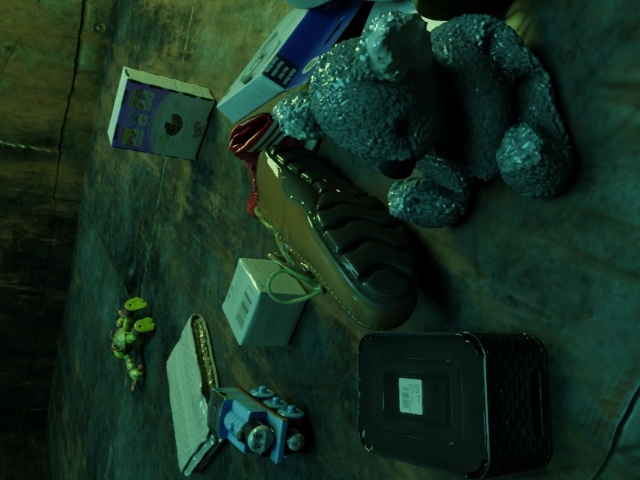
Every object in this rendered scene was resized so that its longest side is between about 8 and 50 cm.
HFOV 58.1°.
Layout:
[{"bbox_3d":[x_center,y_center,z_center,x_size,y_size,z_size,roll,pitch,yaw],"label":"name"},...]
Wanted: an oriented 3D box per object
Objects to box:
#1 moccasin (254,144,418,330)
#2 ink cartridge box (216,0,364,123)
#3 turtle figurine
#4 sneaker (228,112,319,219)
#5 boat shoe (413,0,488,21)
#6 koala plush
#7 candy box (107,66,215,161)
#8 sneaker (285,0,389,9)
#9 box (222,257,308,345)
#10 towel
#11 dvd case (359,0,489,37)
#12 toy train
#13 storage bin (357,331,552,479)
[{"bbox_3d":[-0.003,0.000,0.739,0.380,0.139,0.147,43,127,49],"label":"moccasin"},{"bbox_3d":[-0.039,-0.286,0.835,0.224,0.045,0.223,-8,47,56],"label":"ink cartridge box"},{"bbox_3d":[-0.531,0.256,1.582,0.217,0.087,0.269,-57,41,36],"label":"turtle figurine"},{"bbox_3d":[-0.104,-0.124,0.928,0.221,0.128,0.087,-57,40,35],"label":"sneaker"},{"bbox_3d":[0.191,-0.316,0.491,0.302,0.109,0.098,-29,65,47],"label":"boat shoe"},{"bbox_3d":[0.080,-0.126,0.533,0.196,0.221,0.203,-21,72,54],"label":"koala plush"},{"bbox_3d":[-0.358,-0.279,1.297,0.165,0.196,0.070,-64,37,28],"label":"candy box"},{"bbox_3d":[0.046,-0.355,0.712,0.258,0.094,0.091,17,67,45],"label":"sneaker"},{"bbox_3d":[-0.089,0.096,0.903,0.102,0.087,0.101,53,128,49],"label":"box"},{"bbox_3d":[-0.263,0.317,1.181,0.187,0.049,0.282,-55,41,36],"label":"towel"},{"bbox_3d":[0.135,-0.304,0.672,0.179,0.030,0.238,57,132,45],"label":"dvd case"},{"bbox_3d":[-0.098,0.275,0.870,0.184,0.105,0.080,9,92,58],"label":"toy train"},{"bbox_3d":[0.121,0.152,0.563,0.180,0.084,0.122,-14,73,56],"label":"storage bin"}]
